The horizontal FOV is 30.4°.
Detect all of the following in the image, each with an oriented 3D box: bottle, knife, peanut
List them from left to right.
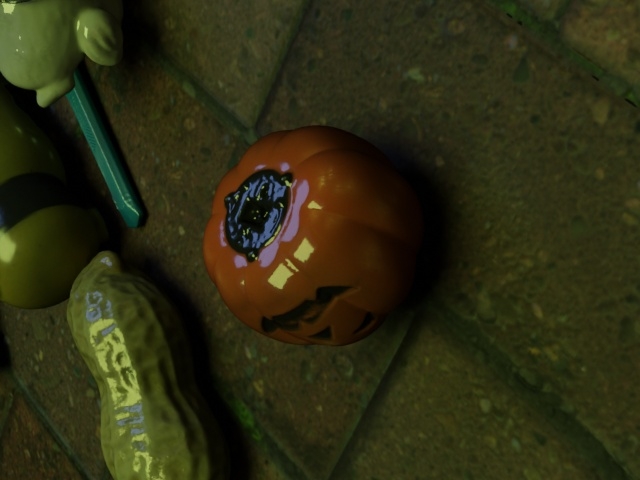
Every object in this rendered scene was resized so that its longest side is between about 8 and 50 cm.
[{"bbox_3d":[-0.376,-0.071,1.336,0.351,0.171,0.171,50,126,24],"label":"bottle"},{"bbox_3d":[-0.261,-0.142,1.314,0.044,0.026,0.297,-39,72,42],"label":"knife"},{"bbox_3d":[-0.183,0.150,1.214,0.136,0.120,0.298,-32,71,36],"label":"peanut"}]

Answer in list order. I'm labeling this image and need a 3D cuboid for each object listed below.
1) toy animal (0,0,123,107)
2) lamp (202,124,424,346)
[{"bbox_3d":[-0.339,-0.275,1.254,0.325,0.208,0.154,56,160,35],"label":"toy animal"},{"bbox_3d":[0.000,0.000,0.996,0.187,0.164,0.188,-21,56,36],"label":"lamp"}]
